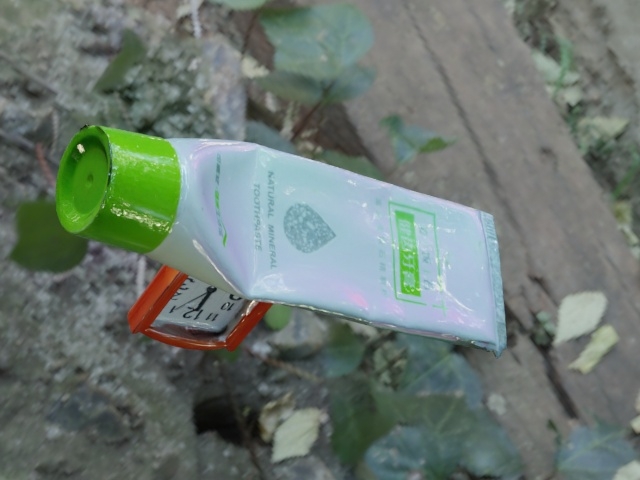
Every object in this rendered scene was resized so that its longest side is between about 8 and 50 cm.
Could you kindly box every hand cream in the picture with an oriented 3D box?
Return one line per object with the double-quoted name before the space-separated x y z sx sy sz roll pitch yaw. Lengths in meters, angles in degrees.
"hand cream" -0.001 0.000 0.641 0.275 0.050 0.079 14 91 -39

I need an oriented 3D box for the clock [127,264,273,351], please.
"clock" -0.096 0.034 1.168 0.113 0.155 0.061 14 39 -35
